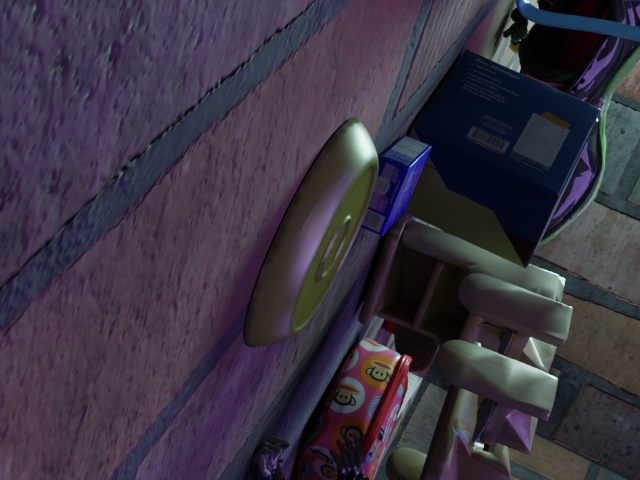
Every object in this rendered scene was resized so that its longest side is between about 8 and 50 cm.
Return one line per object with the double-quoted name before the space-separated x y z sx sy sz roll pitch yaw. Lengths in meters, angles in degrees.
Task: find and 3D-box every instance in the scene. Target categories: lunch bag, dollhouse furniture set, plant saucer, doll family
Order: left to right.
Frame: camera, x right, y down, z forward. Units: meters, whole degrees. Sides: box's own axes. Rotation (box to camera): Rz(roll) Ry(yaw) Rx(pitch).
"plant saucer" 0.000 0.000 1.225 0.241 0.037 0.241 -61 169 -20
"lunch bag" 0.057 0.297 2.077 0.293 0.120 0.258 101 12 -53
"dollhouse furniture set" 0.153 0.176 1.704 0.394 0.256 0.362 -64 173 -49
"doll family" 0.375 -0.374 2.051 0.193 0.076 0.111 -47 157 -14

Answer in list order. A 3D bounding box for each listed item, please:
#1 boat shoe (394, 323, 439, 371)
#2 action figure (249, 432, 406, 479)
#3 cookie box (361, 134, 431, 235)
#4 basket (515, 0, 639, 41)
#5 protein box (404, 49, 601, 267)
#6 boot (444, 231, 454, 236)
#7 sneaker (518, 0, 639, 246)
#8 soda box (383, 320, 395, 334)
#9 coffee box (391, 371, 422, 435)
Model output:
"boat shoe" 0.163 0.101 2.112 0.073 0.080 0.224 -51 142 -80
"action figure" -0.003 0.309 1.598 0.164 0.275 0.141 -2 88 -41
"cookie box" 0.084 -0.065 1.495 0.092 0.040 0.107 -69 169 23
"basket" 0.355 -0.366 1.588 0.201 0.254 0.289 -61 151 -28
"protein box" 0.225 -0.109 1.655 0.201 0.199 0.136 -55 167 -45
"boot" 0.271 -0.031 2.617 0.106 0.037 0.114 -46 164 -56
"sneaker" 0.358 -0.222 1.969 0.202 0.185 0.483 3 111 -41
"soda box" 0.189 0.150 2.445 0.083 0.092 0.263 -64 171 1
"coffee box" 0.098 0.346 2.444 0.141 0.098 0.246 -69 169 25
